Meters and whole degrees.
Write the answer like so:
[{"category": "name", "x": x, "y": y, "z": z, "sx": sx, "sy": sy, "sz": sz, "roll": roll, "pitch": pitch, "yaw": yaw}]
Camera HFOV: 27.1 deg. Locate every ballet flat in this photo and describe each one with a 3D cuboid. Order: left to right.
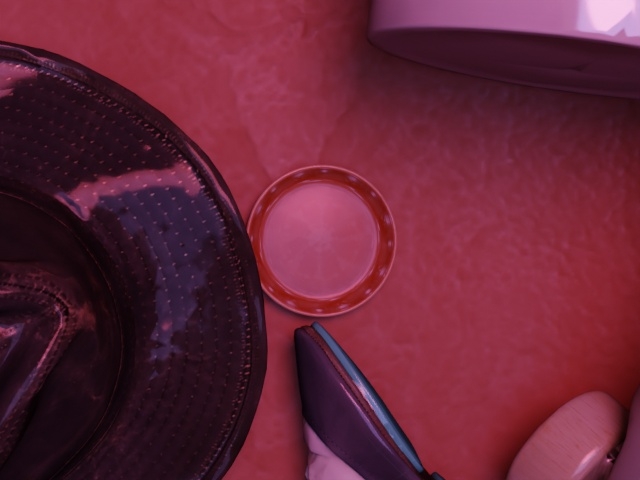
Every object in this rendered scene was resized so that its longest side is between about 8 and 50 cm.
[{"category": "ballet flat", "x": 0.038, "y": 0.137, "z": 0.712, "sx": 0.074, "sy": 0.074, "sz": 0.203, "roll": -43, "pitch": 99, "yaw": -4}]

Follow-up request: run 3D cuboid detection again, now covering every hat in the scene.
[{"category": "hat", "x": -0.185, "y": 0.055, "z": 0.610, "sx": 0.332, "sy": 0.134, "sz": 0.331, "roll": 0, "pitch": 92, "yaw": -7}]

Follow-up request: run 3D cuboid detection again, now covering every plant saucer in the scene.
[{"category": "plant saucer", "x": 0.000, "y": 0.000, "z": 0.728, "sx": 0.084, "sy": 0.013, "sz": 0.083, "roll": 0, "pitch": 93, "yaw": -8}]

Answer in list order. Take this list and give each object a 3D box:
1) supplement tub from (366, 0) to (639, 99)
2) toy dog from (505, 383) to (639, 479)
[{"category": "supplement tub", "x": 0.142, "y": -0.240, "z": 0.624, "sx": 0.236, "sy": 0.235, "sz": 0.324, "roll": 8, "pitch": 91, "yaw": -8}, {"category": "toy dog", "x": 0.240, "y": 0.060, "z": 0.659, "sx": 0.161, "sy": 0.333, "sz": 0.220, "roll": -16, "pitch": 66, "yaw": -46}]
